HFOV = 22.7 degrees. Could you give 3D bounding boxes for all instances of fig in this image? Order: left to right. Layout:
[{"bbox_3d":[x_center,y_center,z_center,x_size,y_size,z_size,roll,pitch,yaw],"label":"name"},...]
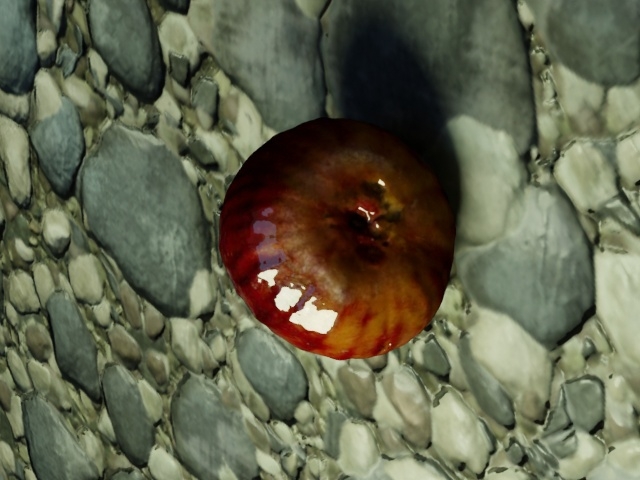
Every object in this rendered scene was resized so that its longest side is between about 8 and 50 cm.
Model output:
[{"bbox_3d":[0.000,-0.007,0.839,0.150,0.128,0.128,33,130,47],"label":"fig"}]
